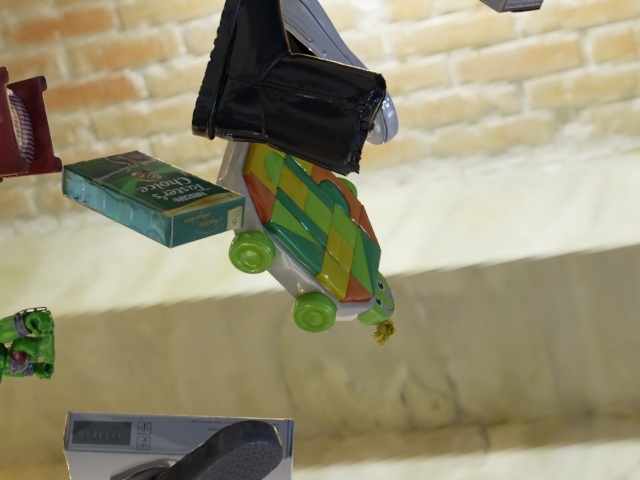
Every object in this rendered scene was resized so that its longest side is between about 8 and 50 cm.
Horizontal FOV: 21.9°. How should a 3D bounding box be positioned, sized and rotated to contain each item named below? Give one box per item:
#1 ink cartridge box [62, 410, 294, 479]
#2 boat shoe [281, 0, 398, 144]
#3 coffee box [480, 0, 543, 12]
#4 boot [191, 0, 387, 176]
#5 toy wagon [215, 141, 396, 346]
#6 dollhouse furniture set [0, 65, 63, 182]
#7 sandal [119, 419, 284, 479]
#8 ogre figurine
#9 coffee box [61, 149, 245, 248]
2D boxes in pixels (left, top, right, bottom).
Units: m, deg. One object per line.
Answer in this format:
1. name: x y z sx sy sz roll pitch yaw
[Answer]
1. ink cartridge box: -0.172 0.288 2.067 0.275 0.239 0.060 2 -121 -1
2. boat shoe: 0.002 -0.222 2.230 0.084 0.258 0.095 -45 -170 -34
3. coffee box: 0.238 -0.416 2.001 0.141 0.246 0.098 39 -148 27
4. boot: -0.022 -0.204 1.922 0.207 0.094 0.246 13 -110 3
5. toy wagon: 0.000 0.000 2.145 0.068 0.344 0.267 -31 -152 29
6. dollhouse furniture set: -0.413 -0.241 1.836 0.152 0.374 0.201 -11 -175 3
7. sandal: -0.140 0.235 1.516 0.254 0.097 0.054 -35 -126 16
8. ogre figurine: -0.404 0.140 2.149 0.118 0.097 0.197 -5 177 -12
9. coffee box: -0.183 -0.049 1.812 0.184 0.040 0.113 25 -152 39
